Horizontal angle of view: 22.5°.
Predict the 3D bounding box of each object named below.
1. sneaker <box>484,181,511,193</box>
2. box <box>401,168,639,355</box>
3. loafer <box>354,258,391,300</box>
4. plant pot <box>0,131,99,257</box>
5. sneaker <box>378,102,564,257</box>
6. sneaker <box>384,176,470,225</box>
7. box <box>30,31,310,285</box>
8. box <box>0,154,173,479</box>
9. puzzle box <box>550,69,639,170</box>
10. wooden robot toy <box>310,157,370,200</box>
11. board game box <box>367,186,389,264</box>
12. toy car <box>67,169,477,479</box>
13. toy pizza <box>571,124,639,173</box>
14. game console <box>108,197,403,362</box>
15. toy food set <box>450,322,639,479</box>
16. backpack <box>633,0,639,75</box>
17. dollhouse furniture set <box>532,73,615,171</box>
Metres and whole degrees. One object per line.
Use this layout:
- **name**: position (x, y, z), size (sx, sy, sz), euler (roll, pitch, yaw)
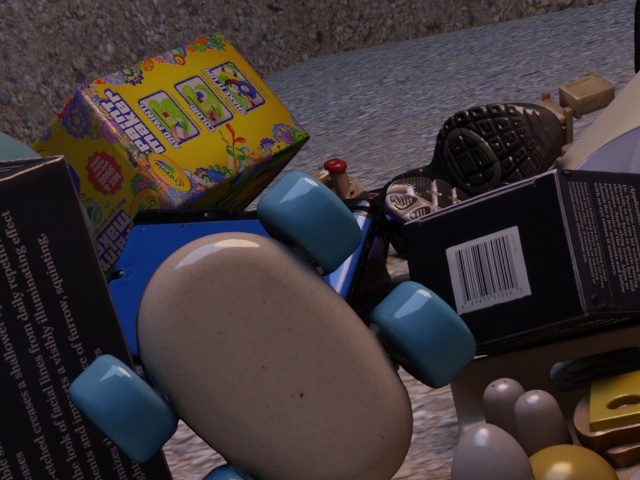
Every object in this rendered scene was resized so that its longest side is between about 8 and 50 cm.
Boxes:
- **sneaker**: position (0.162, 0.009, 1.431), size (0.086, 0.132, 0.229), euler (-22, 13, -23)
- **box**: position (0.190, 0.019, 1.206), size (0.207, 0.108, 0.153), euler (0, -14, -46)
- **loafer**: position (0.013, 0.054, 1.673), size (0.125, 0.045, 0.039), euler (-14, -32, 11)
- **plant pot**: position (-0.405, 0.058, 1.655), size (0.293, 0.293, 0.235), euler (-12, 27, 21)
- **sneaker**: position (0.178, -0.076, 1.734), size (0.130, 0.109, 0.286), euler (-14, -11, -34)
- **sneaker**: position (0.129, 0.000, 1.536), size (0.071, 0.170, 0.068), euler (-45, 27, 39)
- **box**: position (-0.216, -0.063, 1.894), size (0.290, 0.177, 0.279), euler (-44, -7, 36)
- **box**: position (-0.341, 0.141, 1.116), size (0.396, 0.293, 0.212), euler (-24, 13, -34)
- **puzzle box**: position (0.389, -0.130, 1.574), size (0.409, 0.052, 0.272), euler (-47, 23, -17)
- **wooden robot toy**: position (0.004, -0.046, 1.851), size (0.079, 0.076, 0.173), euler (-29, 14, -8)
- **board game box**: position (0.000, 0.000, 1.908), size (0.165, 0.042, 0.243), euler (-15, 12, 8)
- **toy car**: position (-0.041, 0.103, 1.154), size (0.219, 0.210, 0.238), euler (-45, -3, -13)
- **toy pizza**: position (0.283, -0.040, 1.457), size (0.201, 0.032, 0.201), euler (-33, 22, 15)
- **game console**: position (-0.045, 0.048, 1.616), size (0.293, 0.173, 0.250), euler (-3, 55, 34)
- **toy food set**: position (0.172, 0.117, 1.017), size (0.220, 0.092, 0.306), euler (-14, 12, 14)
- **backpack**: position (0.470, -0.239, 2.018), size (0.144, 0.188, 0.166), euler (-18, 11, -7)
- **dollhouse furniture set**: position (0.300, -0.099, 1.927), size (0.182, 0.101, 0.161), euler (-20, 37, -18)
